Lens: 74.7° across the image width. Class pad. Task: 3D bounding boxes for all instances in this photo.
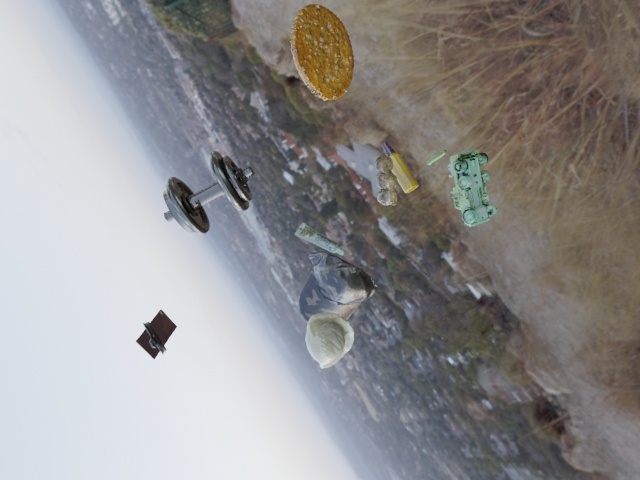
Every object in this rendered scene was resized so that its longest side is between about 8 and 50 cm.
[{"bbox_3d":[-0.671,0.384,1.733,0.113,0.006,0.187,57,-150,-23],"label":"pad"}]

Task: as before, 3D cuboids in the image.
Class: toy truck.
[{"bbox_3d":[0.534,-0.185,1.519,0.135,0.129,0.259,-10,97,64],"label":"toy truck"}]

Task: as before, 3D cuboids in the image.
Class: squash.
[{"bbox_3d":[0.451,-0.323,1.626,0.027,0.089,0.027,33,-140,-33],"label":"squash"}]

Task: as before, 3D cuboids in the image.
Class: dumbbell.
[{"bbox_3d":[-0.320,-0.134,1.202,0.192,0.290,0.192,61,-176,-7],"label":"dumbbell"}]

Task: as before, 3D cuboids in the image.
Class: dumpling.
[{"bbox_3d":[0.032,0.324,1.391,0.215,0.167,0.126,64,162,-6],"label":"dumpling"}]

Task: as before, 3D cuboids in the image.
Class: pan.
[{"bbox_3d":[-0.562,0.336,1.426,0.136,0.028,0.235,60,158,-7],"label":"pan"}]

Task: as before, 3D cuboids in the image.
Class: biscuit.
[{"bbox_3d":[0.013,-0.521,1.162,0.035,0.254,0.253,1,128,43],"label":"biscuit"}]

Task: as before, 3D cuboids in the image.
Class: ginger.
[{"bbox_3d":[0.262,-0.242,1.701,0.104,0.080,0.203,19,121,54],"label":"ginger"}]

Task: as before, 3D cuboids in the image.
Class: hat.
[{"bbox_3d":[0.058,0.261,1.922,0.367,0.381,0.257,26,-174,-1],"label":"hat"}]

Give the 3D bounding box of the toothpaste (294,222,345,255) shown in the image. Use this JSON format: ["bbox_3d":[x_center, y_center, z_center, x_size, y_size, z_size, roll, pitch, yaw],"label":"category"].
[{"bbox_3d":[0.000,0.000,1.782,0.256,0.067,0.037,29,171,29],"label":"toothpaste"}]

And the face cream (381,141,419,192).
[{"bbox_3d":[0.376,-0.362,2.036,0.273,0.078,0.078,61,169,12],"label":"face cream"}]
